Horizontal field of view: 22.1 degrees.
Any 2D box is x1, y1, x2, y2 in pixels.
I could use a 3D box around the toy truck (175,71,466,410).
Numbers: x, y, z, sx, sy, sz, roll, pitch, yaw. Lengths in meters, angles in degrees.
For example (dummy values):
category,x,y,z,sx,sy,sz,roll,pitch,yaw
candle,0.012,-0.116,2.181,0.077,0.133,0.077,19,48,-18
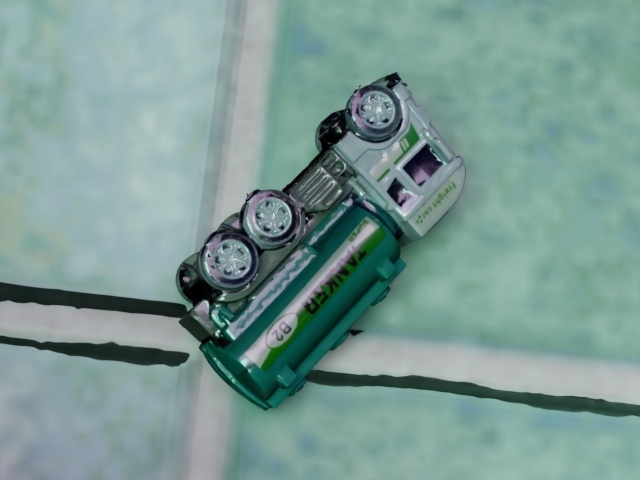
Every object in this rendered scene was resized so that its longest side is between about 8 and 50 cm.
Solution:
category,x,y,z,sx,sy,sz,roll,pitch,yaw
toy truck,0.000,0.000,0.408,0.044,0.039,0.083,45,73,-4
